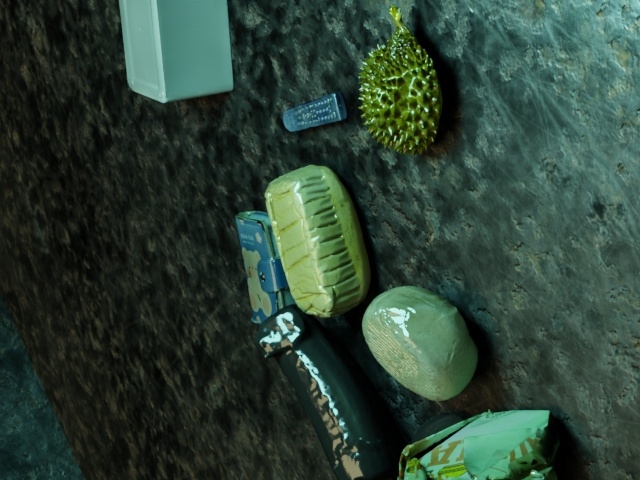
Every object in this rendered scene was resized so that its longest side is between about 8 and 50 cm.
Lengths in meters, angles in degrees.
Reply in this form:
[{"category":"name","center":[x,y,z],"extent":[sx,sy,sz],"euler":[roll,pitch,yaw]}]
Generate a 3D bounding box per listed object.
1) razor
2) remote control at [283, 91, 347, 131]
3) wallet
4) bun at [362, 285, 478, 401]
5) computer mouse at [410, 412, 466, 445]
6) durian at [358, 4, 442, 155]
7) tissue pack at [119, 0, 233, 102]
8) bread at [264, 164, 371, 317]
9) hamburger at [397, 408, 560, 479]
[{"category":"razor","center":[0.023,0.251,1.870],"extent":[0.326,0.107,0.189],"euler":[57,-172,21]},{"category":"remote control","center":[-0.010,-0.200,1.848],"extent":[0.152,0.027,0.043],"euler":[-6,93,57]},{"category":"wallet","center":[-0.092,0.052,2.068],"extent":[0.141,0.059,0.202],"euler":[11,111,64]},{"category":"bun","center":[0.148,0.136,1.663],"extent":[0.173,0.113,0.167],"euler":[54,157,-12]},{"category":"computer mouse","center":[0.176,0.315,1.757],"extent":[0.172,0.057,0.099],"euler":[-55,50,51]},{"category":"durian","center":[0.104,-0.212,1.588],"extent":[0.146,0.102,0.208],"euler":[21,118,60]},{"category":"tissue pack","center":[-0.256,-0.379,2.053],"extent":[0.159,0.136,0.246],"euler":[27,126,51]},{"category":"bread","center":[0.000,0.000,1.845],"extent":[0.140,0.106,0.236],"euler":[-11,95,58]},{"category":"hamburger","center":[0.223,0.311,1.540],"extent":[0.235,0.214,0.125],"euler":[9,123,51]}]
